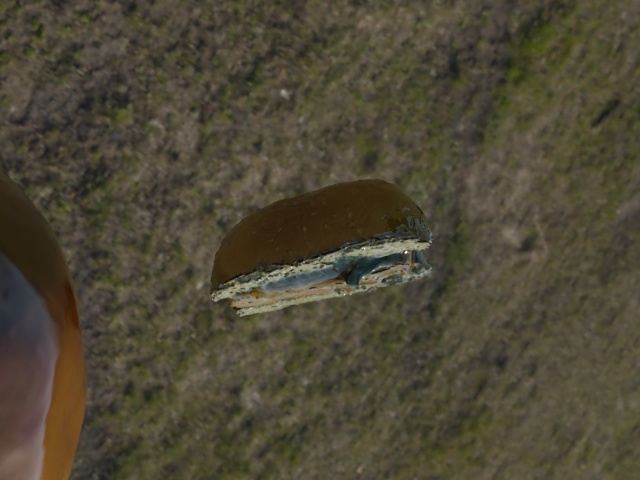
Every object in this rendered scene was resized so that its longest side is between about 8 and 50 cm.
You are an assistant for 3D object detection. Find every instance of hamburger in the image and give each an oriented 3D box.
[{"bbox_3d":[0.000,0.000,1.187,0.124,0.262,0.131,44,37,-62],"label":"hamburger"}]

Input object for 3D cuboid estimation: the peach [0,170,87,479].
[{"bbox_3d":[-0.302,0.090,0.623,0.342,0.301,0.343,-1,95,-18],"label":"peach"}]
